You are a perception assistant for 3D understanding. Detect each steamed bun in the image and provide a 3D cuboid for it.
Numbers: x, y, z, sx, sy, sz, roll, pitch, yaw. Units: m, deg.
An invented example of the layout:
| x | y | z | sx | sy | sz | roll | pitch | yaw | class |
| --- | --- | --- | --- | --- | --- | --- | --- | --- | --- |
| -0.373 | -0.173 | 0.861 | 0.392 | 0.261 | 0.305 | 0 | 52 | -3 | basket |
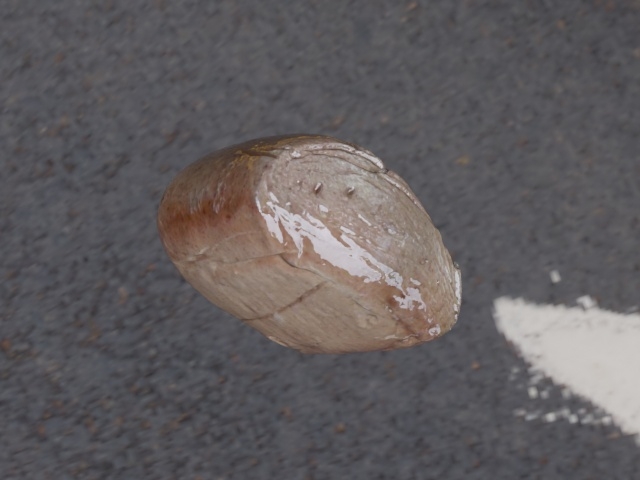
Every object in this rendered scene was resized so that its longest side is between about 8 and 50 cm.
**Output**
| x | y | z | sx | sy | sz | roll | pitch | yaw | class |
| --- | --- | --- | --- | --- | --- | --- | --- | --- | --- |
| 0.000 | 0.000 | 1.061 | 0.175 | 0.145 | 0.106 | 40 | 59 | -26 | steamed bun |
